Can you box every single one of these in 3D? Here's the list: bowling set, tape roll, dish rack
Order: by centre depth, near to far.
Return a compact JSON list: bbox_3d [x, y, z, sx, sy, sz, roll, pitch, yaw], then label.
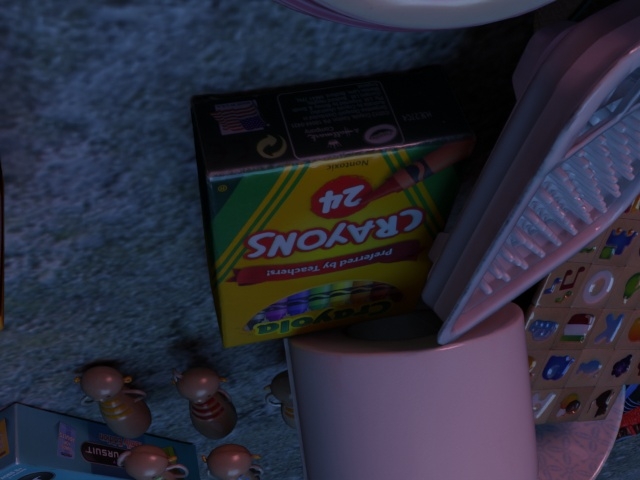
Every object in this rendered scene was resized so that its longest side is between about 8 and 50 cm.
[{"bbox_3d":[0.206,-0.073,0.569,0.286,0.072,0.332,-30,154,-29],"label":"dish rack"},{"bbox_3d":[0.096,0.163,0.754,0.246,0.169,0.246,-8,-173,1],"label":"tape roll"},{"bbox_3d":[-0.134,0.247,0.821,0.287,0.199,0.154,-5,145,1],"label":"bowling set"}]

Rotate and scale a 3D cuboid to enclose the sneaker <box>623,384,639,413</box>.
[{"bbox_3d":[0.560,0.287,1.337,0.091,0.081,0.232,0,144,-11],"label":"sneaker"}]

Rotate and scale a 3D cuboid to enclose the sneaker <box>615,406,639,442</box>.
[{"bbox_3d":[0.556,0.395,1.480,0.262,0.104,0.125,-7,148,-14],"label":"sneaker"}]

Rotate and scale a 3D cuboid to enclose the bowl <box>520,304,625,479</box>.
[{"bbox_3d":[0.267,0.214,0.997,0.290,0.289,0.156,8,-177,-33],"label":"bowl"}]

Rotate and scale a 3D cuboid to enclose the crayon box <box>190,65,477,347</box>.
[{"bbox_3d":[0.000,0.000,0.652,0.202,0.081,0.318,-10,148,-11],"label":"crayon box"}]

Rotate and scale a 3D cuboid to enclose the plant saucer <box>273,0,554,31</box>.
[{"bbox_3d":[0.065,-0.217,0.313,0.332,0.084,0.332,-5,145,-4],"label":"plant saucer"}]

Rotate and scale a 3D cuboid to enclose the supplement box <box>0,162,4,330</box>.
[{"bbox_3d":[-0.289,-0.043,0.410,0.191,0.129,0.194,-2,145,-21],"label":"supplement box"}]

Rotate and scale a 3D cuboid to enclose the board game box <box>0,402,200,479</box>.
[{"bbox_3d":[-0.372,0.341,0.999,0.254,0.079,0.336,-29,146,18],"label":"board game box"}]

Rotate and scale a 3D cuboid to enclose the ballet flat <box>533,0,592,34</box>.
[{"bbox_3d":[0.180,-0.206,0.461,0.052,0.057,0.168,28,129,-11],"label":"ballet flat"}]

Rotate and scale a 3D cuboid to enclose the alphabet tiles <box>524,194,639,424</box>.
[{"bbox_3d":[0.352,0.080,0.857,0.285,0.011,0.342,4,115,-30],"label":"alphabet tiles"}]
